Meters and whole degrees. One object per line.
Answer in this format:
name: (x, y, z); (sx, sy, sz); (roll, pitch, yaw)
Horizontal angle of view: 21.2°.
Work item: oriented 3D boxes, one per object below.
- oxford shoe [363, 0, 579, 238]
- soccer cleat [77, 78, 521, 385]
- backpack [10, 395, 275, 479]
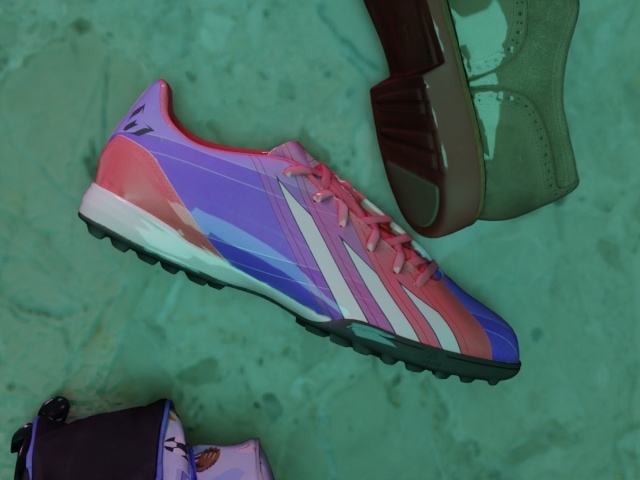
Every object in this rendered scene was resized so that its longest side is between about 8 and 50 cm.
oxford shoe: (0.096, -0.182, 1.121); (0.130, 0.123, 0.348); (-10, 101, -21)
soccer cleat: (0.000, 0.000, 1.154); (0.318, 0.108, 0.116); (23, 91, 0)
backpack: (-0.111, 0.260, 1.116); (0.213, 0.276, 0.263); (-1, 109, 1)
